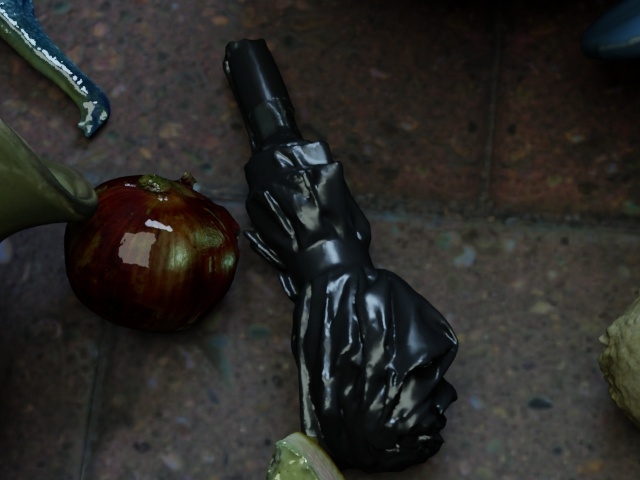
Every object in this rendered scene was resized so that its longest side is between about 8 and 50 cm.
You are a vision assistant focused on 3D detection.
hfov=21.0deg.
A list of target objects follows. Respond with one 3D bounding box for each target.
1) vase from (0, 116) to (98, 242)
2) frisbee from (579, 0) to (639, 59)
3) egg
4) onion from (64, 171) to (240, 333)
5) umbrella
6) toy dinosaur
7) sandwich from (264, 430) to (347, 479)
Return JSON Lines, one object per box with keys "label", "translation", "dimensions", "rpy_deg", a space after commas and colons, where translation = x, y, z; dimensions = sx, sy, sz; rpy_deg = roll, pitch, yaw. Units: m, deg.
{"label": "vase", "translation": [-0.341, 0.035, 1.091], "dimensions": [0.329, 0.241, 0.302], "rpy_deg": [21, 85, 19]}
{"label": "frisbee", "translation": [0.300, -0.187, 1.118], "dimensions": [0.289, 0.289, 0.049], "rpy_deg": [-21, 100, -3]}
{"label": "egg", "translation": [0.239, 0.075, 1.096], "dimensions": [0.118, 0.140, 0.116], "rpy_deg": [-22, 66, -17]}
{"label": "onion", "translation": [-0.117, 0.008, 1.158], "dimensions": [0.117, 0.118, 0.119], "rpy_deg": [14, 71, 25]}
{"label": "umbrella", "translation": [0.000, 0.000, 1.170], "dimensions": [0.118, 0.118, 0.340], "rpy_deg": [-20, 61, -3]}
{"label": "toy dinosaur", "translation": [-0.271, -0.228, 1.281], "dimensions": [0.147, 0.076, 0.363], "rpy_deg": [-12, 70, -21]}
{"label": "sandwich", "translation": [0.020, 0.235, 1.065], "dimensions": [0.162, 0.058, 0.193], "rpy_deg": [19, 97, 10]}
